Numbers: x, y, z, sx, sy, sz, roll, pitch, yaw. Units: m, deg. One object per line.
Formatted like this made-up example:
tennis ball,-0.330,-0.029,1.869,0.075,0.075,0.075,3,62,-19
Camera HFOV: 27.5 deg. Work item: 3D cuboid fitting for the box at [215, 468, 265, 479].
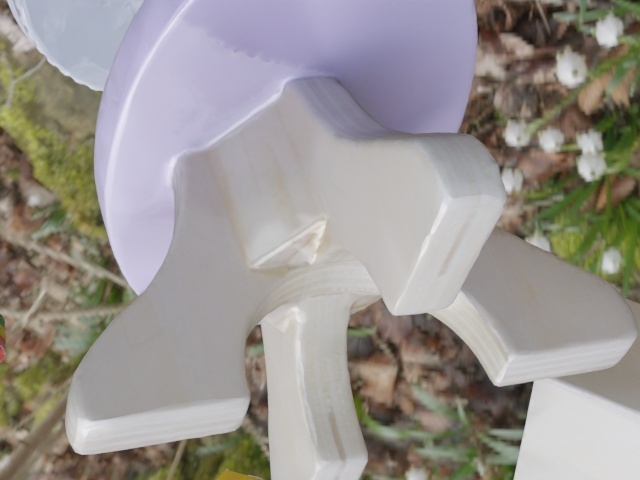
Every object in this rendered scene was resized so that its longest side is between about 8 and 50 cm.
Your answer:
box,-0.072,0.192,0.736,0.028,0.136,0.081,49,157,-20

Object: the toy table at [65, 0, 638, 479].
toy table,0.000,0.000,0.579,0.252,0.161,0.274,-14,145,-12

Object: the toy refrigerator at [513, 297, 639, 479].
toy refrigerator,0.244,0.130,0.665,0.269,0.102,0.094,20,123,24

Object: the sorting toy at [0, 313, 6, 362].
sorting toy,-0.334,0.070,0.771,0.274,0.046,0.132,-10,150,2

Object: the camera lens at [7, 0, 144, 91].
camera lens,-0.163,-0.268,1.086,0.219,0.274,0.219,-9,126,-12
